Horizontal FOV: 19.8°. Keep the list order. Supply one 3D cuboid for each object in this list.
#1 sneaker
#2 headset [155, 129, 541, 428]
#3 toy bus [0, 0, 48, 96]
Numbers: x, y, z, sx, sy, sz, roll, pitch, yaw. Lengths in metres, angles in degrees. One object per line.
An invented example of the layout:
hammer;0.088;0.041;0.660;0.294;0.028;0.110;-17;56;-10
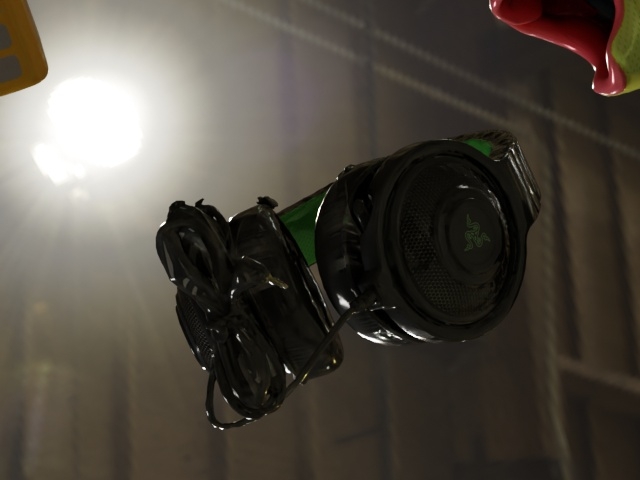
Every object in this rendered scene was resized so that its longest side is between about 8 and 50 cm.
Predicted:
sneaker;0.104;-0.148;0.873;0.094;0.081;0.208;-35;-116;-23
headset;0.000;0.000;1.188;0.185;0.243;0.394;64;-157;-13
toy bus;-0.356;-0.282;1.632;0.108;0.130;0.332;-113;6;-55
